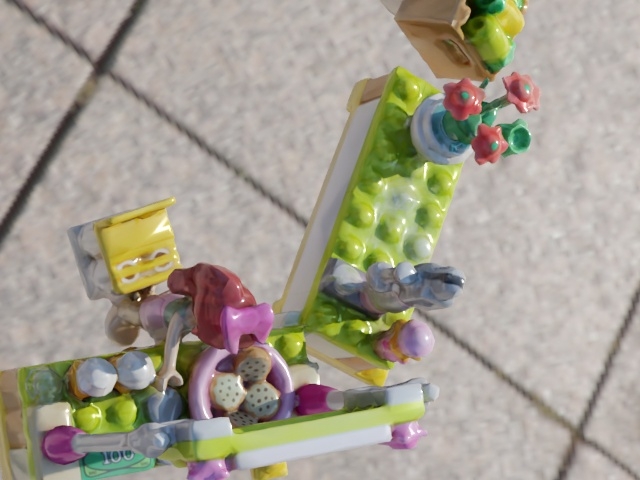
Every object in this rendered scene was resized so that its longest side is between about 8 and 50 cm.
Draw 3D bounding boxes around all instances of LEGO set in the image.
[{"bbox_3d":[0.000,0.000,0.532,0.287,0.107,0.132,-33,100,-29],"label":"LEGO set"}]
